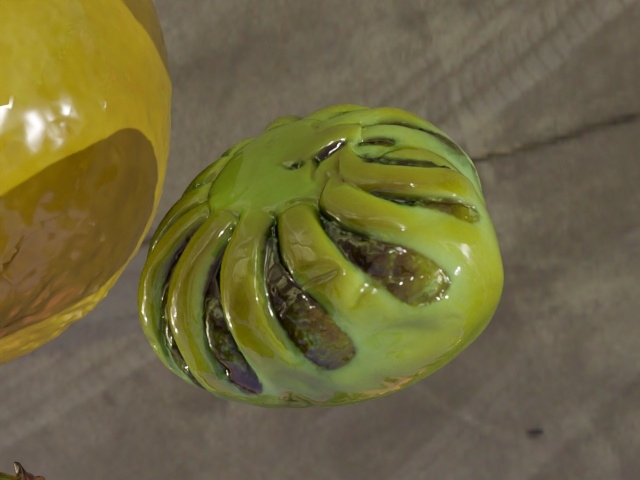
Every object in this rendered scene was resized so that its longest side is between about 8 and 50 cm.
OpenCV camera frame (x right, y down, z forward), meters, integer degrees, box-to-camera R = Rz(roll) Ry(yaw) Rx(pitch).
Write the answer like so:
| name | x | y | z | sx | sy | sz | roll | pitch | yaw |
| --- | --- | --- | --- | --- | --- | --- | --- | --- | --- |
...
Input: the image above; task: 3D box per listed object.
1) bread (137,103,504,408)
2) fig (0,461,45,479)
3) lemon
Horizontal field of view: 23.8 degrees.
| name | x | y | z | sx | sy | sz | roll | pitch | yaw |
| --- | --- | --- | --- | --- | --- | --- | --- | --- | --- |
| bread | 0.000 | 0.000 | 0.521 | 0.130 | 0.139 | 0.071 | -13 | 118 | 25 |
| fig | -0.117 | 0.096 | 0.397 | 0.126 | 0.185 | 0.133 | -27 | 95 | 48 |
| lemon | -0.178 | -0.064 | 0.649 | 0.263 | 0.236 | 0.236 | 29 | 144 | 35 |
